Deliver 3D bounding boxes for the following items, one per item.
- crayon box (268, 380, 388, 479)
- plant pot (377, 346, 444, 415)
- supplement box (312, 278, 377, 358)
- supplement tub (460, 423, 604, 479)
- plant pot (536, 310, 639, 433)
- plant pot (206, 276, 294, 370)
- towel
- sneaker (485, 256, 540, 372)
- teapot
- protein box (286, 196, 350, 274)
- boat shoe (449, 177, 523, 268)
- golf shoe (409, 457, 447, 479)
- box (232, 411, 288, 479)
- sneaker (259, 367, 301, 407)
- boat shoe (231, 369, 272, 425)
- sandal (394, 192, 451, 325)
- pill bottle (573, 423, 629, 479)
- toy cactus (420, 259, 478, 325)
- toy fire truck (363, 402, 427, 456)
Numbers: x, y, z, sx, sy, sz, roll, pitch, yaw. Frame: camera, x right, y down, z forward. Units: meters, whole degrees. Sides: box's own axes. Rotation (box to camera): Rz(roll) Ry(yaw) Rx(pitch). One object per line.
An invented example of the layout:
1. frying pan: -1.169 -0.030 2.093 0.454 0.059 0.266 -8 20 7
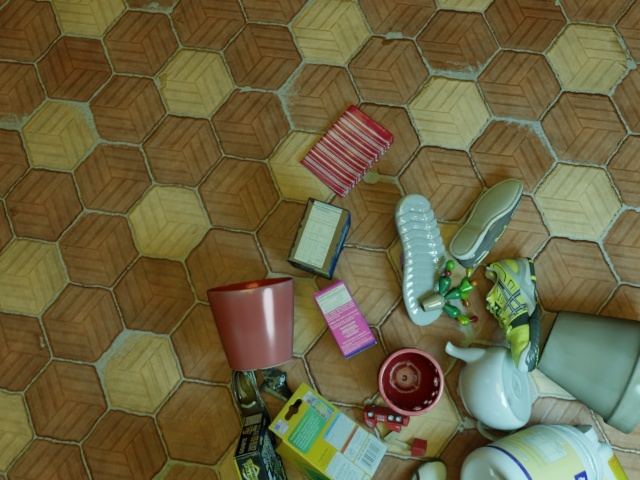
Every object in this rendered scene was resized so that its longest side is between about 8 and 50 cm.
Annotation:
1. crayon box: 0.014 0.597 1.638 0.322 0.083 0.203 36 43 8
2. plant pot: 0.262 0.416 1.661 0.190 0.174 0.191 -1 80 4
3. supplement box: 0.075 0.244 1.732 0.113 0.111 0.220 -27 79 -1
4. supplement tub: 0.575 0.642 1.504 0.331 0.241 0.241 -7 79 -30
5. plant pot: 0.794 0.339 1.599 0.280 0.323 0.324 23 82 23
6. plant pot: -0.194 0.250 1.684 0.274 0.275 0.244 -9 91 2
7. towel: 0.091 -0.303 1.863 0.198 0.031 0.275 41 85 9
8. sneaker: 0.571 0.220 1.657 0.147 0.145 0.385 -2 46 14
9. teapot: 0.494 0.443 1.641 0.187 0.252 0.256 -20 54 36
10. protein box: 0.000 0.000 1.731 0.135 0.200 0.201 19 82 6
11. boat shoe: 0.536 -0.054 1.763 0.324 0.097 0.116 -51 41 -9
12. golf shoe: 0.296 0.756 1.605 0.273 0.120 0.105 -43 100 -25
13. box: -0.149 0.686 1.561 0.079 0.257 0.322 -17 96 -1
14. sneaker: -0.122 0.450 1.738 0.170 0.051 0.089 27 74 -1
15. boat shoe: -0.221 0.511 1.713 0.095 0.095 0.258 -23 80 -1
16. sandal: 0.313 0.057 1.755 0.169 0.102 0.417 -8 97 -17
17. pill bottle: 0.800 0.670 1.607 0.136 0.136 0.246 -26 80 -1
18. toy cactus: 0.397 0.178 1.699 0.180 0.112 0.219 -21 113 -9
19. toy fire truck: 0.226 0.576 1.690 0.191 0.047 0.136 3 110 20
